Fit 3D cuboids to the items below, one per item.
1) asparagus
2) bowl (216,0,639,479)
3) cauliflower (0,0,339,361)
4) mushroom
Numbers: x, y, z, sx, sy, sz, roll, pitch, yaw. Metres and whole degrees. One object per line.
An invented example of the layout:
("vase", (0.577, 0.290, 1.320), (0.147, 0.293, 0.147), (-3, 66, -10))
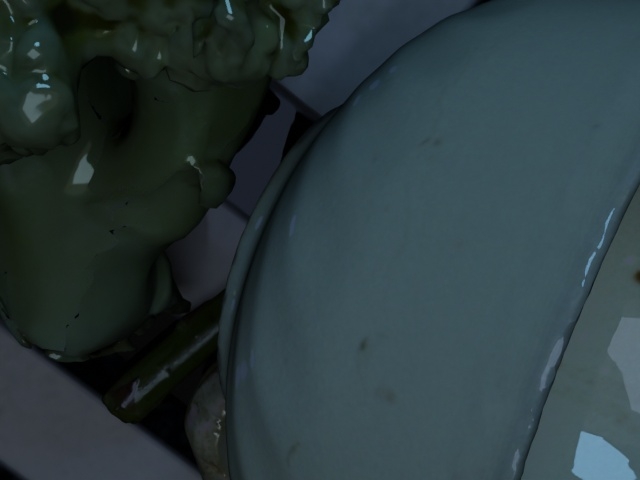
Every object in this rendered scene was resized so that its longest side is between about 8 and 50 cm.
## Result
("asparagus", (0.000, 0.000, 0.575), (0.248, 0.024, 0.025), (-39, 103, 9))
("bowl", (0.057, 0.032, 0.475), (0.145, 0.277, 0.277), (23, 105, 26))
("cauliflower", (-0.116, -0.079, 0.443), (0.327, 0.260, 0.281), (-6, 99, 25))
("mushroom", (-0.018, 0.085, 0.574), (0.084, 0.067, 0.083), (-3, 113, -7))
